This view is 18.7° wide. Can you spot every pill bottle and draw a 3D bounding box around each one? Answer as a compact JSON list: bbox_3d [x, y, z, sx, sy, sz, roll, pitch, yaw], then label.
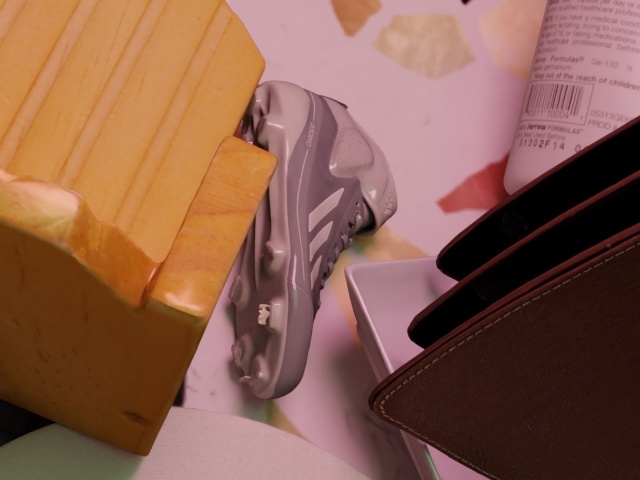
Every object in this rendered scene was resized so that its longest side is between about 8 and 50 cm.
[{"bbox_3d":[0.205,-0.125,1.238,0.131,0.131,0.229,15,86,-19],"label":"pill bottle"}]

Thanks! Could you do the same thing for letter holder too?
[{"bbox_3d":[0.186,0.005,1.063,0.214,0.302,0.152,29,42,-38],"label":"letter holder"}]

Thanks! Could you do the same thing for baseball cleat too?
[{"bbox_3d":[0.000,0.000,1.162,0.109,0.072,0.206,12,66,-28],"label":"baseball cleat"}]

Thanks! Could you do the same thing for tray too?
[{"bbox_3d":[0.098,0.136,1.148,0.145,0.030,0.270,-5,67,-54],"label":"tray"}]

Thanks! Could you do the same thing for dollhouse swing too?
[{"bbox_3d":[-0.179,-0.109,0.983,0.347,0.315,0.305,24,66,-2],"label":"dollhouse swing"}]

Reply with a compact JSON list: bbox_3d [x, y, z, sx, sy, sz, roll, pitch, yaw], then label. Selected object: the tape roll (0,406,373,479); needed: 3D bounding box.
[{"bbox_3d":[-0.074,0.278,0.994,0.392,0.072,0.392,10,63,-22],"label":"tape roll"}]
